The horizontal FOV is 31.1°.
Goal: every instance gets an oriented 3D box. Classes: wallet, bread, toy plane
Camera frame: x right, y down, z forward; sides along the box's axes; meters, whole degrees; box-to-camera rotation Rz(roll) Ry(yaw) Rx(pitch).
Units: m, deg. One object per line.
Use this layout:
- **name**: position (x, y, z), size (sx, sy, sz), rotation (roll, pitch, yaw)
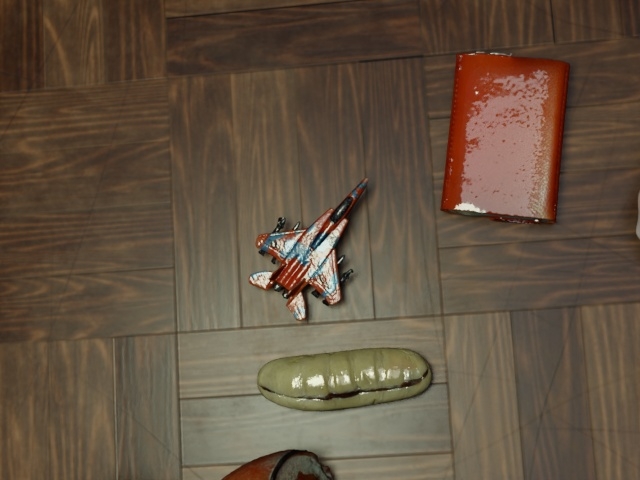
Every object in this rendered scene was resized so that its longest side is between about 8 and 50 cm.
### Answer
- **wallet**: position (0.228, -0.126, 1.416), size (0.142, 0.045, 0.204), rotation (6, 82, 5)
- **bread**: position (0.027, 0.169, 1.387), size (0.214, 0.053, 0.073), rotation (-5, 84, 5)
- **toy plane**: position (0.000, 0.001, 1.414), size (0.130, 0.061, 0.189), rotation (38, 82, 12)

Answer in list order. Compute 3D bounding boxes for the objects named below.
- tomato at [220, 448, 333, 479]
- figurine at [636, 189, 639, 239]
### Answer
- **tomato**: position (-0.066, 0.357, 1.324), size (0.155, 0.181, 0.214), rotation (-15, 71, 22)
- **figurine**: position (0.477, -0.091, 1.339), size (0.200, 0.133, 0.276), rotation (40, 83, -2)
